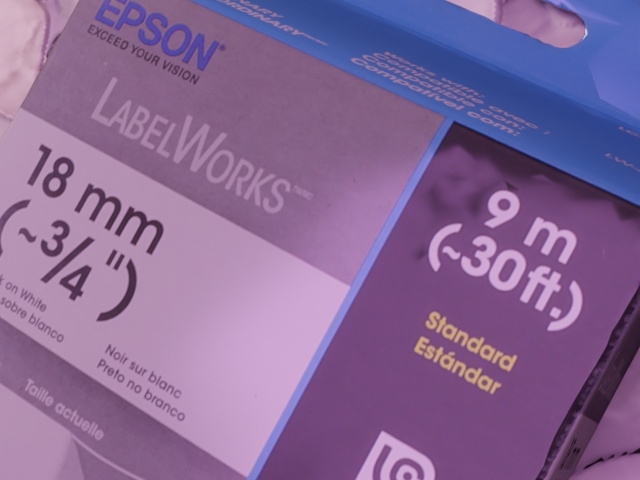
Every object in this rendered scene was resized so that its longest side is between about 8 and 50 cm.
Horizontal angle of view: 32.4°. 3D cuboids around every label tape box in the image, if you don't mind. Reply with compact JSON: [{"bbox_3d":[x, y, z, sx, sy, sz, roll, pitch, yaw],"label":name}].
[{"bbox_3d":[0.000,0.000,0.421,0.240,0.106,0.334,28,88,21],"label":"label tape box"}]
